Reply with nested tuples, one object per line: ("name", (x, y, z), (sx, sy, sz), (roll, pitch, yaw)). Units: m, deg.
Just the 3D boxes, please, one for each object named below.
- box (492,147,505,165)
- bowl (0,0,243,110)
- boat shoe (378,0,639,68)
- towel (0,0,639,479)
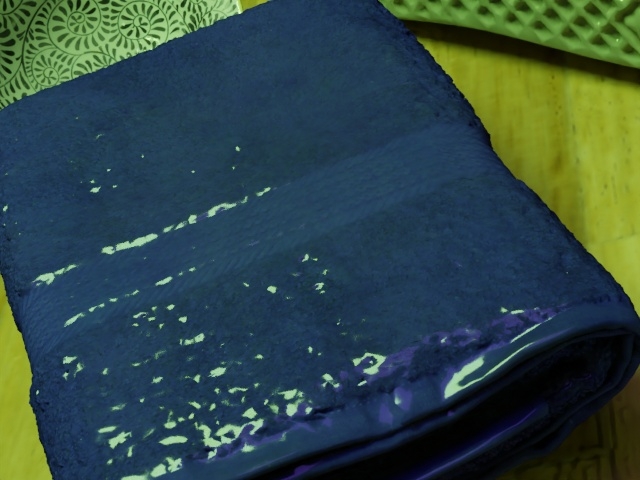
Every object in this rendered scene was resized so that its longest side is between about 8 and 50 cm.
("box", (0.000, 0.000, 0.788), (0.186, 0.038, 0.145), (-24, 38, -1))
("bowl", (-0.133, -0.107, 0.929), (0.170, 0.170, 0.080), (-42, -1, -20))
("boat shoe", (0.070, -0.227, 0.910), (0.500, 0.186, 0.156), (24, 53, 39))
("towel", (-0.023, 0.010, 0.709), (0.228, 0.076, 0.308), (-21, 39, -6))
